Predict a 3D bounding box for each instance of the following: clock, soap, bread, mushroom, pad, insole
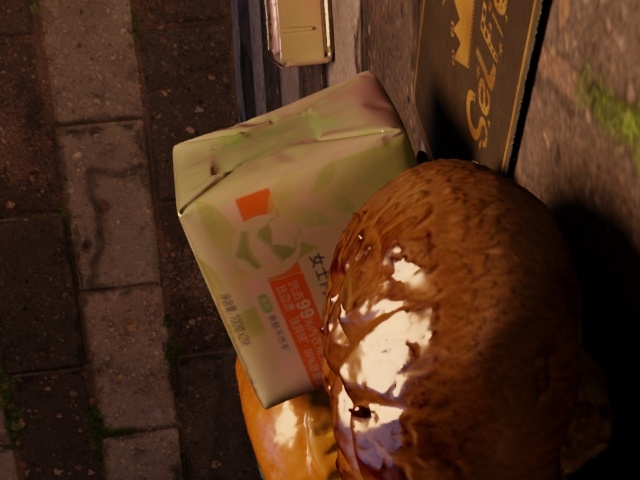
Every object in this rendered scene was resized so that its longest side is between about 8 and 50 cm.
[{"bbox_3d":[-0.033,-0.323,1.406,0.147,0.071,0.192,-125,30,-74],"label":"clock"},{"bbox_3d":[0.000,0.000,0.868,0.138,0.182,0.199,-108,-3,-65],"label":"soap"},{"bbox_3d":[0.014,0.179,1.066,0.388,0.183,0.236,140,121,-80],"label":"bread"},{"bbox_3d":[0.077,0.075,0.623,0.253,0.153,0.253,175,90,-89],"label":"mushroom"},{"bbox_3d":[0.085,-0.134,0.755,0.375,0.063,0.315,91,169,-47],"label":"pad"},{"bbox_3d":[0.161,0.092,0.587,0.328,0.007,0.111,97,164,-57],"label":"insole"}]

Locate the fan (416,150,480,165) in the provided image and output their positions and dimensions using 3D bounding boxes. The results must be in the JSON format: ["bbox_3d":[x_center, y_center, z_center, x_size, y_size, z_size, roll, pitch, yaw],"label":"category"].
[{"bbox_3d":[0.108,-0.005,0.773,0.220,0.009,0.132,-116,17,-52],"label":"fan"}]

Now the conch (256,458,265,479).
[{"bbox_3d":[-0.013,0.285,1.552,0.196,0.134,0.202,32,-150,-45],"label":"conch"}]
